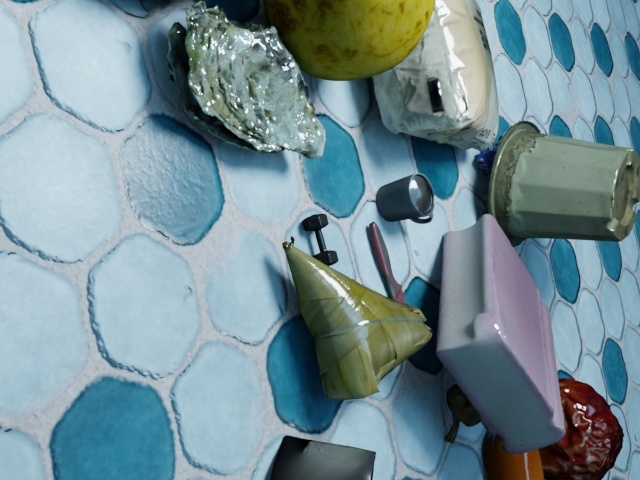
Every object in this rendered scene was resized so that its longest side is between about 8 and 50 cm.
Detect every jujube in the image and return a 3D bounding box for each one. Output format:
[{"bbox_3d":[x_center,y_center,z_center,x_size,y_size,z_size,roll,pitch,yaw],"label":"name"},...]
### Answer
[{"bbox_3d":[0.524,0.395,1.524,0.342,0.216,0.216,23,62,-52],"label":"jujube"}]

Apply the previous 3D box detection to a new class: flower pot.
[{"bbox_3d":[0.518,-0.109,1.552,0.290,0.259,0.290,-13,107,-50],"label":"flower pot"}]

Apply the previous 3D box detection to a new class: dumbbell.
[{"bbox_3d":[0.000,0.000,1.140,0.040,0.036,0.083,-17,92,-50],"label":"dumbbell"}]

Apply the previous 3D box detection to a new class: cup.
[{"bbox_3d":[0.155,-0.064,1.304,0.100,0.077,0.078,50,47,-27],"label":"cup"}]

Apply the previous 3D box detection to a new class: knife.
[{"bbox_3d":[0.127,0.083,1.282,0.035,0.018,0.247,-32,107,-52],"label":"knife"}]

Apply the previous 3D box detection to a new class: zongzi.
[{"bbox_3d":[0.053,0.091,1.135,0.228,0.115,0.256,-24,88,-53],"label":"zongzi"}]

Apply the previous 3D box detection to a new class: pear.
[{"bbox_3d":[0.038,-0.373,1.103,0.281,0.281,0.280,16,68,-46],"label":"pear"}]

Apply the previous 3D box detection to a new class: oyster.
[{"bbox_3d":[-0.095,-0.221,1.036,0.268,0.112,0.198,10,72,-50],"label":"oyster"}]

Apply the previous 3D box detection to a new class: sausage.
[{"bbox_3d":[0.382,0.527,1.387,0.094,0.097,0.348,-6,83,-57],"label":"sausage"}]

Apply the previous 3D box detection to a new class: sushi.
[{"bbox_3d":[-0.020,0.395,0.956,0.272,0.134,0.109,-64,158,-49],"label":"sushi"}]

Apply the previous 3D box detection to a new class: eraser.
[{"bbox_3d":[0.322,0.156,1.323,0.272,0.122,0.359,56,25,-21],"label":"eraser"}]

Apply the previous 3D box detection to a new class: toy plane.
[{"bbox_3d":[0.388,-0.172,1.630,0.167,0.054,0.062,-5,108,-49],"label":"toy plane"}]

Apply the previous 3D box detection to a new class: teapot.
[{"bbox_3d":[0.248,0.307,1.321,0.110,0.080,0.085,-52,132,2],"label":"teapot"}]

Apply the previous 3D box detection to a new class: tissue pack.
[{"bbox_3d":[0.216,-0.350,1.380,0.376,0.195,0.389,-17,93,-63],"label":"tissue pack"}]
